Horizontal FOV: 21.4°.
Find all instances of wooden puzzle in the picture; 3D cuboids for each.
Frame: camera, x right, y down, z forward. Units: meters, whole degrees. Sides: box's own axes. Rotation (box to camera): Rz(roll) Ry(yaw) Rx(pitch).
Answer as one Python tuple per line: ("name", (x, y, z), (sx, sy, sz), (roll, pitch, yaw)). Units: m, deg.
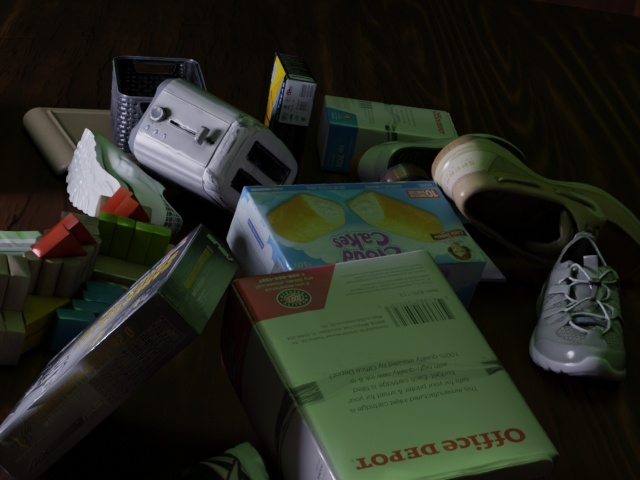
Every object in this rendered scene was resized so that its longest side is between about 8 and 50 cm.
("wooden puzzle", (-0.277, -0.135, 2.364), (0.239, 0.044, 0.221), (-4, 25, -22))

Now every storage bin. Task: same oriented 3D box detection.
("storage bin", (-0.224, -0.187, 2.335), (0.122, 0.084, 0.180), (2, 24, -10))

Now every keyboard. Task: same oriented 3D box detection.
("keyboard", (0.173, 0.001, 2.244), (0.072, 0.014, 0.256), (8, 20, -18))

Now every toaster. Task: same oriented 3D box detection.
("toaster", (-0.130, -0.107, 2.179), (0.146, 0.129, 0.227), (28, -7, 30))

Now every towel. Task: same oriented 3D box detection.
("towel", (-0.352, 0.024, 1.940), (0.113, 0.023, 0.152), (2, 20, -26))

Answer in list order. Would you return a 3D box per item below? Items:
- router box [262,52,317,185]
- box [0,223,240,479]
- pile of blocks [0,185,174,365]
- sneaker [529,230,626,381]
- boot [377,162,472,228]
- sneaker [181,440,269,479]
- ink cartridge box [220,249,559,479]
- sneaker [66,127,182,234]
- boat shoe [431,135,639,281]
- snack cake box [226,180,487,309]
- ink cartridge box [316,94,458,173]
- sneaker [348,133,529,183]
("router box", (-0.050, -0.152, 2.305), (0.046, 0.178, 0.133), (8, 20, -11))
("box", (-0.186, 0.101, 1.531), (0.056, 0.231, 0.183), (46, 20, -8))
("pile of blocks", (-0.242, 0.026, 1.815), (0.149, 0.112, 0.362), (25, 26, 11))
("sneaker", (0.297, 0.074, 1.954), (0.105, 0.115, 0.281), (8, 21, -4))
("boot", (0.170, -0.028, 2.234), (0.219, 0.082, 0.106), (11, 43, -45))
("sneaker", (-0.067, 0.239, 1.453), (0.077, 0.072, 0.178), (-12, 19, -21))
("ink cartridge box", (0.053, 0.150, 1.521), (0.207, 0.117, 0.283), (-8, 42, -22))
("sneaker", (-0.254, -0.067, 2.148), (0.095, 0.090, 0.235), (9, 25, -29))
("boat shoe", (0.286, -0.013, 2.117), (0.341, 0.121, 0.110), (22, 28, -28))
("snack cake box", (0.042, 0.012, 1.986), (0.264, 0.089, 0.152), (-3, 41, -29))
("ink cartridge box", (0.096, -0.149, 2.500), (0.191, 0.082, 0.139), (9, 21, -6))
("sneaker", (0.166, -0.103, 2.382), (0.290, 0.105, 0.123), (5, 1, -38))
